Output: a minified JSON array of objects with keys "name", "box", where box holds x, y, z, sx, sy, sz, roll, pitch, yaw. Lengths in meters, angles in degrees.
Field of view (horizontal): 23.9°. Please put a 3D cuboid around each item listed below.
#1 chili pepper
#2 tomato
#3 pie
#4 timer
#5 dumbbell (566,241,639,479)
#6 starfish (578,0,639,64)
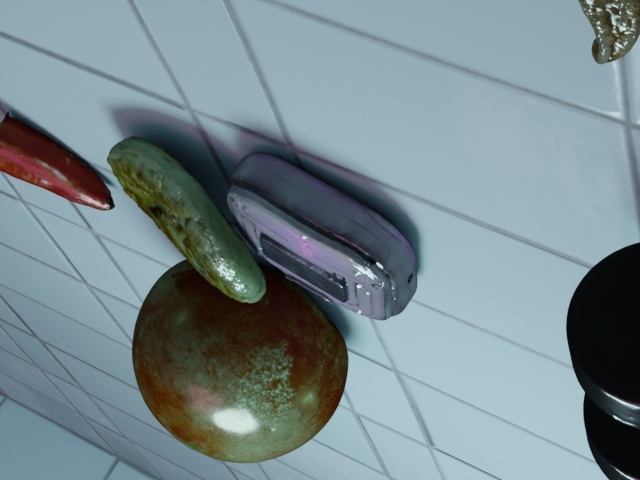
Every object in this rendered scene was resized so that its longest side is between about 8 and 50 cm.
[{"name":"chili pepper","box":[-0.327,-0.082,1.860,0.169,0.065,0.088,29,162,-1]},{"name":"tomato","box":[-0.106,0.153,1.838,0.270,0.222,0.270,27,163,9]},{"name":"pie","box":[-0.144,-0.020,1.657,0.240,0.054,0.240,46,169,11]},{"name":"timer","box":[0.000,0.000,1.535,0.208,0.069,0.191,28,163,16]},{"name":"dumbbell","box":[0.286,0.112,1.235,0.152,0.152,0.218,23,158,26]},{"name":"starfish","box":[0.136,-0.180,0.911,0.138,0.050,0.247,23,158,14]}]
